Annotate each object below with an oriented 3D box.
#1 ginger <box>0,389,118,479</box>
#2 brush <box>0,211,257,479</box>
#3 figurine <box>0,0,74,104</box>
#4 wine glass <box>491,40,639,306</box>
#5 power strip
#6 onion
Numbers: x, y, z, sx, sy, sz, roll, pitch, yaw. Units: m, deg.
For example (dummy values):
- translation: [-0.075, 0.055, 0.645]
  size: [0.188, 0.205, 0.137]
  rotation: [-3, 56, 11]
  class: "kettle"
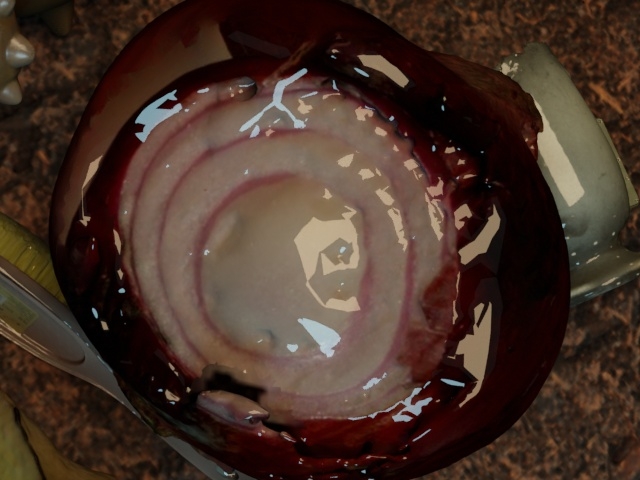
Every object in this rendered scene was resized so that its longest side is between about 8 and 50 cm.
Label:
- translation: [-0.180, 0.176, 0.952]
  size: [0.122, 0.115, 0.193]
  rotation: [-12, 72, -42]
  class: "ginger"
- translation: [-0.154, 0.070, 0.995]
  size: [0.313, 0.072, 0.067]
  rotation: [38, 55, -8]
  class: "brush"
- translation: [-0.248, -0.168, 0.969]
  size: [0.177, 0.247, 0.173]
  rotation: [23, 107, 12]
  class: "figurine"
- translation: [0.177, -0.048, 1.105]
  size: [0.111, 0.111, 0.204]
  rotation: [-24, 89, -22]
  class: "wine glass"
- translation: [0.232, -0.059, 1.178]
  size: [0.040, 0.016, 0.090]
  rotation: [-22, 84, -21]
  class: "power strip"
- translation: [-0.002, 0.008, 0.929]
  size: [0.341, 0.341, 0.341]
  rotation: [4, 76, -17]
  class: "onion"
